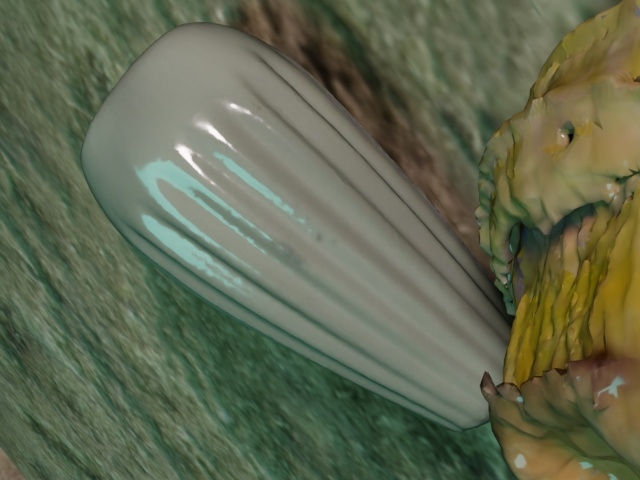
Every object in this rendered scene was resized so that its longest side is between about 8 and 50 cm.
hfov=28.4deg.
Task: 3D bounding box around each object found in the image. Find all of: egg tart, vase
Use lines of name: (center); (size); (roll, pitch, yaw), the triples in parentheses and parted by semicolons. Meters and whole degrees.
egg tart: (0.177, 0.077, 0.458); (0.352, 0.150, 0.352); (39, 154, 24)
vase: (0.000, 0.000, 0.649); (0.248, 0.128, 0.128); (39, 152, 0)
